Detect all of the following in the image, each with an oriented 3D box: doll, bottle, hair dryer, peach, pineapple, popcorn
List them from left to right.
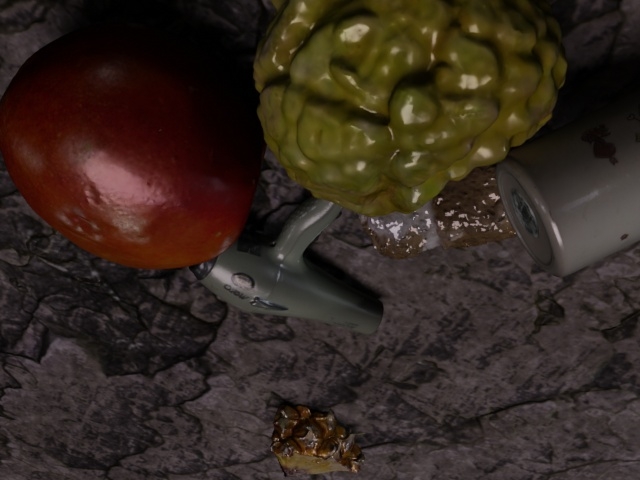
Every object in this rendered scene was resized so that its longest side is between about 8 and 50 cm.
[{"bbox_3d":[-0.165,-0.081,1.003,0.243,0.199,0.243,18,154,9],"label":"peach"},{"bbox_3d":[-0.012,0.272,1.478,0.137,0.069,0.116,27,138,-17],"label":"pineapple"},{"bbox_3d":[0.008,0.022,1.190,0.225,0.088,0.219,-30,132,22],"label":"hair dryer"},{"bbox_3d":[0.059,-0.130,0.878,0.259,0.259,0.212,-22,101,36],"label":"popcorn"},{"bbox_3d":[0.137,-0.048,1.023,0.221,0.105,0.115,-15,167,22],"label":"doll"},{"bbox_3d":[0.264,-0.066,0.909,0.233,0.110,0.110,-26,136,-6],"label":"bottle"}]
